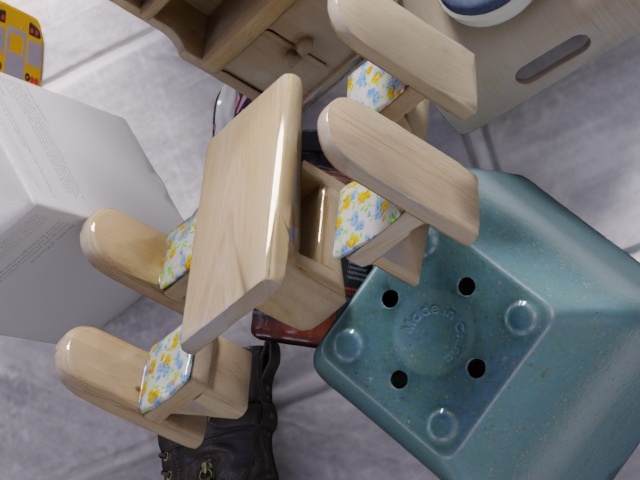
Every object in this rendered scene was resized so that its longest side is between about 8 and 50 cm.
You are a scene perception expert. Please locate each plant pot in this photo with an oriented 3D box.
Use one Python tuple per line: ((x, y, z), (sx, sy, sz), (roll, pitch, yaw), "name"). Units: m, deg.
((0.138, 0.086, 1.473), (0.247, 0.252, 0.247), (39, 99, 26), "plant pot")

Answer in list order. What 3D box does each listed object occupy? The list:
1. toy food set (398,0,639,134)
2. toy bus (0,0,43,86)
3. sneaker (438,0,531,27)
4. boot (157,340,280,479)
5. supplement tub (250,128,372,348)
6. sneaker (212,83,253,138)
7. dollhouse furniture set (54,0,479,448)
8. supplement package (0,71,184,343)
((0.160, -0.277, 1.619), (0.220, 0.092, 0.306), (-31, 62, 19), "toy food set")
((-0.463, -0.171, 1.880), (0.333, 0.108, 0.130), (-2, 81, 26), "toy bus")
((0.127, -0.361, 1.519), (0.131, 0.148, 0.350), (-6, 73, 28), "sneaker")
((-0.131, 0.229, 1.685), (0.263, 0.091, 0.229), (-22, 68, 17), "boot")
((0.000, 0.000, 1.634), (0.106, 0.106, 0.197), (7, 85, 26), "supplement tub")
((-0.055, -0.166, 1.716), (0.077, 0.072, 0.178), (2, 91, 14), "sneaker")
((-0.085, -0.104, 1.453), (0.362, 0.256, 0.394), (-39, 34, 38), "dollhouse furniture set")
((-0.283, -0.027, 1.668), (0.175, 0.293, 0.177), (-38, 67, 16), "supplement package")
